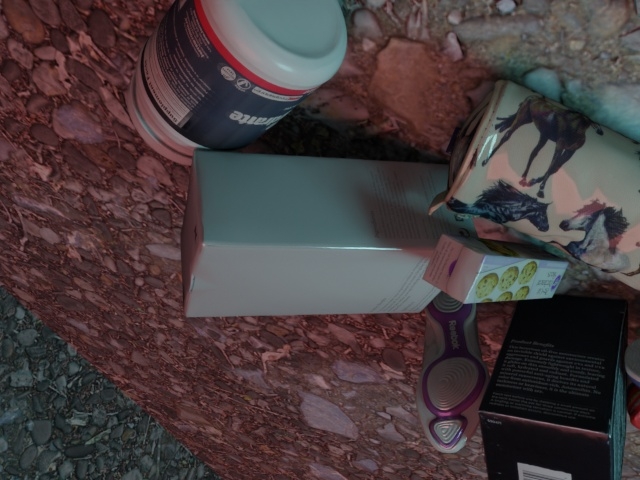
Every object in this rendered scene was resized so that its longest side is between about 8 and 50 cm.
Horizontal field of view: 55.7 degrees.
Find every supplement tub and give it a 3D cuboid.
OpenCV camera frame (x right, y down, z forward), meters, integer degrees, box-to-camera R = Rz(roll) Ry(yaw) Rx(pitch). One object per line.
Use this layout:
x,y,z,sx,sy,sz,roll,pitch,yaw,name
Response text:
-0.115,-0.224,0.765,0.191,0.191,0.272,40,142,-19,supplement tub

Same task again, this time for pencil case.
0.350,-0.035,0.749,0.410,0.160,0.184,26,134,-1,pencil case

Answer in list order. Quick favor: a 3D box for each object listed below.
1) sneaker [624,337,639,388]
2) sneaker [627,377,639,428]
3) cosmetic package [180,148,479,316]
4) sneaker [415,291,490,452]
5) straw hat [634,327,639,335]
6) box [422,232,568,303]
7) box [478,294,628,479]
0.611,0.214,0.875,0.315,0.127,0.182,-10,123,16,sneaker
0.639,0.265,0.987,0.107,0.118,0.279,37,143,-17,sneaker
0.000,0.000,0.869,0.384,0.156,0.217,3,148,-19,cosmetic package
0.229,0.213,1.021,0.114,0.305,0.152,-1,142,17,sneaker
0.529,0.094,0.885,0.144,0.144,0.061,-17,87,43,straw hat
0.247,0.039,0.813,0.063,0.067,0.324,32,-165,35,box
0.384,0.289,0.968,0.182,0.294,0.296,3,122,30,box
